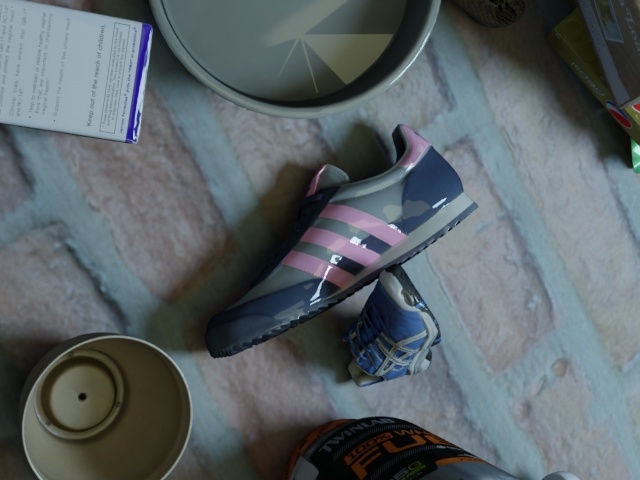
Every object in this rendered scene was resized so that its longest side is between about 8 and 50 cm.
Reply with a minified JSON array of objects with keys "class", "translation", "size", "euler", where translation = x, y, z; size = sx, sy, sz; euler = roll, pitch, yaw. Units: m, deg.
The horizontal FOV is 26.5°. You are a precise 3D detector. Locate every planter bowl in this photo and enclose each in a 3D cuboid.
[{"class":"planter bowl","translation":[-0.215,0.158,1.291],"size":[0.162,0.109,0.162],"euler":[-4,100,-24]}]

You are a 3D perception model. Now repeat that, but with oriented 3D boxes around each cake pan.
[{"class":"cake pan","translation":[-0.027,-0.261,1.311],"size":[0.293,0.054,0.293],"euler":[0,90,-13]}]

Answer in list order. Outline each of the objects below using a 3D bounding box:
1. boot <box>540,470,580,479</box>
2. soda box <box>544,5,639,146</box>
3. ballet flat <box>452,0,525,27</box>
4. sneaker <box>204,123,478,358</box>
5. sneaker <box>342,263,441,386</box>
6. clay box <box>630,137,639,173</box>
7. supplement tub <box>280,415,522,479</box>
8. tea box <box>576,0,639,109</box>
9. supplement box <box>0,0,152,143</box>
[{"class":"boot","translation":[0.310,0.383,1.597],"size":[0.123,0.095,0.258],"euler":[-7,110,-30]},{"class":"soda box","translation":[0.330,-0.179,1.485],"size":[0.061,0.058,0.181],"euler":[-41,88,-2]},{"class":"ballet flat","translation":[0.117,-0.297,1.405],"size":[0.250,0.058,0.084],"euler":[31,85,-24]},{"class":"sneaker","translation":[0.000,0.000,1.389],"size":[0.319,0.112,0.131],"euler":[-31,87,-17]},{"class":"sneaker","translation":[0.070,0.097,1.385],"size":[0.081,0.080,0.211],"euler":[-25,152,-11]},{"class":"clay box","translation":[0.440,-0.154,1.585],"size":[0.222,0.053,0.127],"euler":[-10,100,-22]},{"class":"supplement tub","translation":[0.089,0.288,1.341],"size":[0.193,0.316,0.194],"euler":[-4,99,-26]},{"class":"tea box","translation":[0.407,-0.345,1.351],"size":[0.323,0.220,0.329],"euler":[-19,88,0]},{"class":"supplement box","translation":[-0.276,-0.158,1.211],"size":[0.220,0.111,0.114],"euler":[6,95,-26]}]
